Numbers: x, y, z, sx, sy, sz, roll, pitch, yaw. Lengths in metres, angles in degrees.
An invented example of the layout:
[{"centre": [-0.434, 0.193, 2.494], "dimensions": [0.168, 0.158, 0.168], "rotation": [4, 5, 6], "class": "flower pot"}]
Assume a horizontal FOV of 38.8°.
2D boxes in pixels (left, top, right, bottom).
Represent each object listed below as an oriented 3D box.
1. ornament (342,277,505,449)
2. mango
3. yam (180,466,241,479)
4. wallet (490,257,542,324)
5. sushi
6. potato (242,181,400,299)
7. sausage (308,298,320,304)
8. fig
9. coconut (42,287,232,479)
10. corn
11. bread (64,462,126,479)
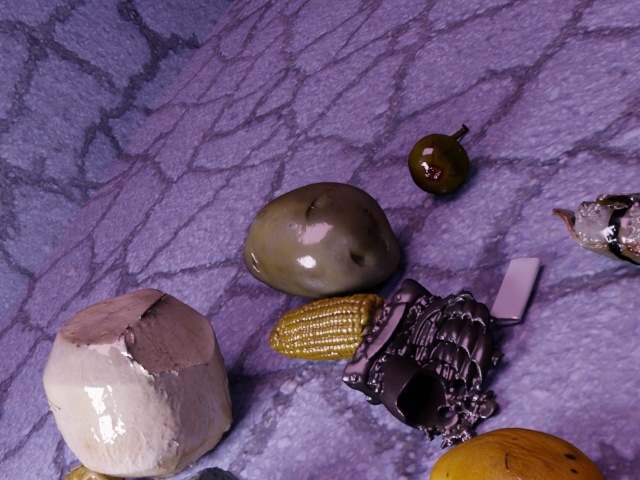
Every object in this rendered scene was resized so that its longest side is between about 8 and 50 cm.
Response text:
[{"centre": [0.189, 0.191, 1.441], "dimensions": [0.260, 0.106, 0.251], "rotation": [11, 63, 52], "class": "ornament"}, {"centre": [0.248, 0.303, 1.161], "dimensions": [0.157, 0.108, 0.262], "rotation": [-33, 24, -30], "class": "mango"}, {"centre": [-0.218, 0.507, 1.459], "dimensions": [0.271, 0.201, 0.202], "rotation": [-31, 51, 18], "class": "yam"}, {"centre": [0.317, 0.081, 1.475], "dimensions": [0.061, 0.025, 0.122], "rotation": [-12, 42, 49], "class": "wallet"}, {"centre": [0.455, -0.009, 1.327], "dimensions": [0.273, 0.134, 0.109], "rotation": [-5, 75, 42], "class": "sushi"}, {"centre": [0.000, 0.000, 1.800], "dimensions": [0.326, 0.221, 0.243], "rotation": [6, 50, 50], "class": "potato"}, {"centre": [-0.014, 0.145, 1.843], "dimensions": [0.026, 0.026, 0.116], "rotation": [-27, 34, 32], "class": "sausage"}, {"centre": [0.251, -0.182, 1.843], "dimensions": [0.124, 0.124, 0.236], "rotation": [-26, 19, 33], "class": "fig"}, {"centre": [-0.343, 0.295, 1.781], "dimensions": [0.346, 0.360, 0.346], "rotation": [-14, 20, 5], "class": "coconut"}, {"centre": [0.023, 0.164, 1.674], "dimensions": [0.322, 0.119, 0.119], "rotation": [-17, 39, 51], "class": "corn"}, {"centre": [-0.448, 0.556, 1.771], "dimensions": [0.267, 0.130, 0.152], "rotation": [-102, 32, -55], "class": "bread"}]
